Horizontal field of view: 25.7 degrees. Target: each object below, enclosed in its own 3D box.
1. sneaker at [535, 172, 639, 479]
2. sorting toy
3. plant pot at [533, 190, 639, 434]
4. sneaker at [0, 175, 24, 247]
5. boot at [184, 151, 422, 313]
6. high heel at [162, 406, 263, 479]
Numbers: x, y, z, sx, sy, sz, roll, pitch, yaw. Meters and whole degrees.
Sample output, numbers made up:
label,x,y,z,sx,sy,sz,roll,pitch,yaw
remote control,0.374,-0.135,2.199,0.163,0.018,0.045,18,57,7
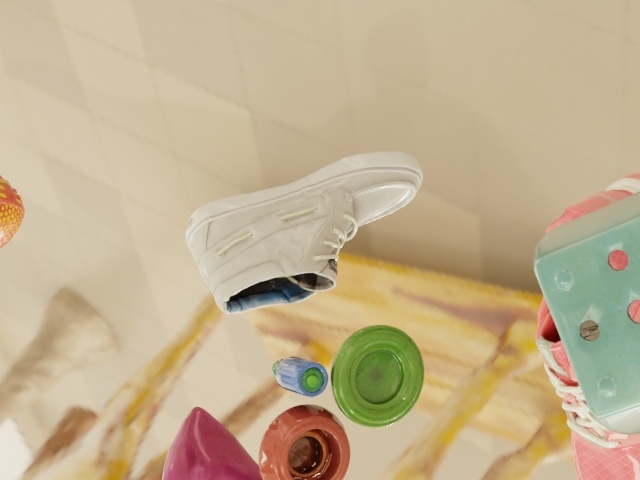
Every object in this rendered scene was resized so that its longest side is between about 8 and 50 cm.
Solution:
label,x,y,z,sx,sy,sz,roll,pitch,yaw
sneaker,0.231,0.101,1.197,0.116,0.136,0.313,20,117,51
sorting toy,0.001,0.080,0.696,0.061,0.102,0.042,48,164,-21
plant pot,0.243,0.034,0.924,0.165,0.234,0.165,-25,81,28
sneaker,-0.174,0.026,0.441,0.067,0.175,0.064,62,163,17
boot,0.000,0.000,1.424,0.095,0.258,0.123,85,163,-54
high heel,-0.012,0.211,1.036,0.244,0.117,0.082,22,153,-25
